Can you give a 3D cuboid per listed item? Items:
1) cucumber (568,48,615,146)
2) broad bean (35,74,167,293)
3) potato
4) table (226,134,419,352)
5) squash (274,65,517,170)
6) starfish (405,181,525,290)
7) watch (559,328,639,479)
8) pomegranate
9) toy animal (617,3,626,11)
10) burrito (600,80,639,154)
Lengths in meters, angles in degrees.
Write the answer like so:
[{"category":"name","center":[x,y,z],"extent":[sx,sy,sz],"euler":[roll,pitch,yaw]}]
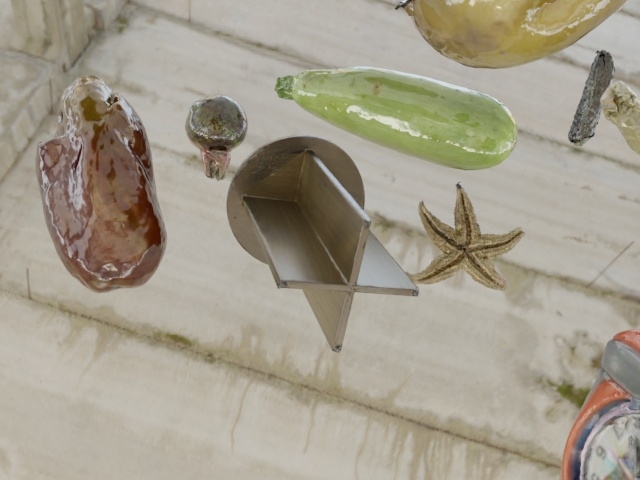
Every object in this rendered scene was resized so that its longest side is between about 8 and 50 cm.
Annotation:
[{"category":"cucumber","center":[0.514,-0.269,1.256],"extent":[0.053,0.182,0.053],"euler":[5,-152,-3]},{"category":"broad bean","center":[-0.233,-0.058,0.701],"extent":[0.122,0.156,0.229],"euler":[-14,-90,-12]},{"category":"potato","center":[0.177,-0.198,0.438],"extent":[0.098,0.243,0.138],"euler":[50,-167,-10]},{"category":"table","center":[0.000,0.000,0.685],"extent":[0.167,0.167,0.227],"euler":[-3,-156,-15]},{"category":"squash","center":[0.106,-0.192,0.972],"extent":[0.370,0.118,0.118],"euler":[20,-127,23]},{"category":"starfish","center":[0.267,0.012,1.263],"extent":[0.240,0.043,0.227],"euler":[-28,-91,-2]},{"category":"watch","center":[0.376,0.215,0.522],"extent":[0.274,0.242,0.305],"euler":[10,-167,-28]},{"category":"pomegranate","center":[-0.216,-0.211,1.324],"extent":[0.125,0.138,0.163],"euler":[28,-100,-25]},{"category":"toy animal","center":[0.465,-0.538,1.223],"extent":[0.248,0.165,0.149],"euler":[19,-121,29]},{"category":"burrito","center":[0.475,-0.156,0.970],"extent":[0.188,0.058,0.045],"euler":[38,-157,-20]}]
